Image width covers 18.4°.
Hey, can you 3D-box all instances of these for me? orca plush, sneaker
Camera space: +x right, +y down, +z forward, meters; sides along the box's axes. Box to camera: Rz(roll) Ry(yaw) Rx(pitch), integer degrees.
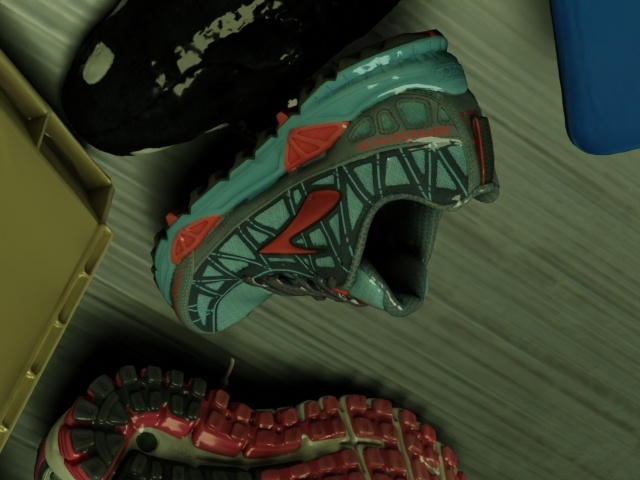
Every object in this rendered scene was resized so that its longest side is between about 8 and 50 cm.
[{"bbox_3d":[-0.009,-0.110,1.086,0.287,0.102,0.151,-14,125,1],"label":"orca plush"},{"bbox_3d":[-0.036,0.156,1.270,0.299,0.121,0.112,18,148,-21],"label":"sneaker"},{"bbox_3d":[0.000,0.000,1.109,0.104,0.125,0.262,-16,160,-44],"label":"sneaker"}]

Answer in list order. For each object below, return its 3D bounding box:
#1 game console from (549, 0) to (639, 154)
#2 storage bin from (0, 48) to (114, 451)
[{"bbox_3d":[0.247,-0.212,1.060,0.293,0.250,0.173,-14,168,0],"label":"game console"},{"bbox_3d":[-0.260,-0.011,1.026,0.123,0.260,0.262,-11,131,36],"label":"storage bin"}]
